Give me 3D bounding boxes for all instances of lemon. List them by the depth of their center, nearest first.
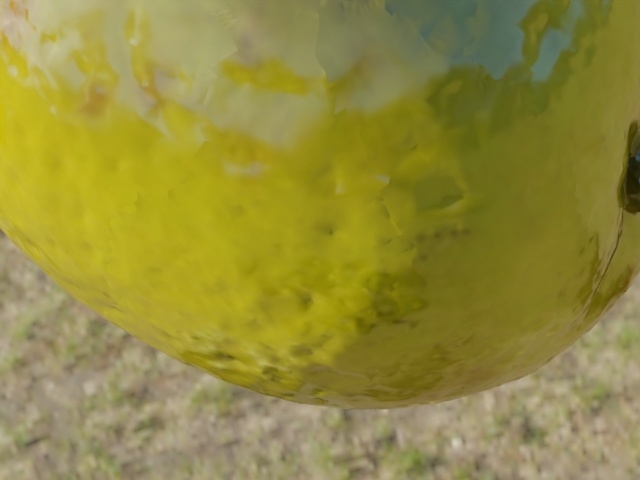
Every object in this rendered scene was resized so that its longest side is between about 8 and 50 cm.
[{"bbox_3d":[-0.007,-0.048,0.479,0.207,0.170,0.170,26,45,9],"label":"lemon"}]
